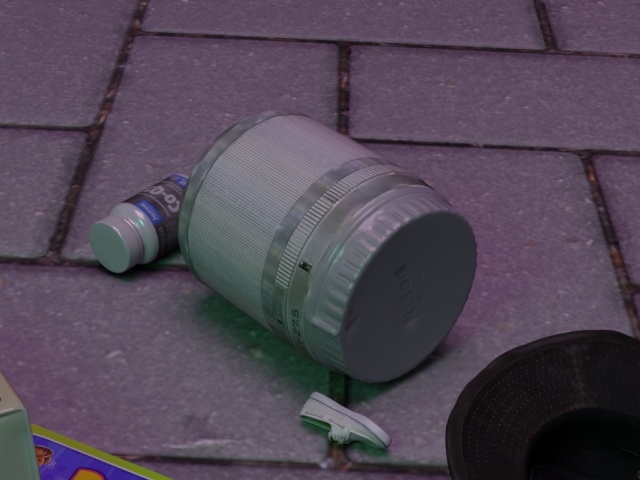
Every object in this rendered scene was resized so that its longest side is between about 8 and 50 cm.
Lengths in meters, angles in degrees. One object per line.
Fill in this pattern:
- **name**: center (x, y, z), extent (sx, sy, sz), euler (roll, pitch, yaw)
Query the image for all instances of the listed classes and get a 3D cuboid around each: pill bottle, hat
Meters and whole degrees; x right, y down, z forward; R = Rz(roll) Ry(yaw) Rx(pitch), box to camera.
- **pill bottle**: center (-0.199, -0.019, 1.573), extent (0.078, 0.078, 0.137), euler (24, 38, 30)
- **hat**: center (0.251, 0.241, 1.142), extent (0.331, 0.134, 0.331), euler (7, 49, -8)

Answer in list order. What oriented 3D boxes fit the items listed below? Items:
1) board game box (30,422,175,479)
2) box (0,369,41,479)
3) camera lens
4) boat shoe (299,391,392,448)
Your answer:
- **board game box**: center (-0.217, 0.278, 1.100), extent (0.347, 0.078, 0.233), euler (17, 35, 22)
- **box**: center (-0.336, 0.136, 1.102), extent (0.121, 0.148, 0.311), euler (-18, 33, -24)
- **camera lens**: center (0.000, 0.000, 1.423), extent (0.219, 0.219, 0.274), euler (-24, 41, -35)
- **boat shoe**: center (0.022, 0.184, 1.314), extent (0.100, 0.035, 0.035), euler (26, 66, 27)
